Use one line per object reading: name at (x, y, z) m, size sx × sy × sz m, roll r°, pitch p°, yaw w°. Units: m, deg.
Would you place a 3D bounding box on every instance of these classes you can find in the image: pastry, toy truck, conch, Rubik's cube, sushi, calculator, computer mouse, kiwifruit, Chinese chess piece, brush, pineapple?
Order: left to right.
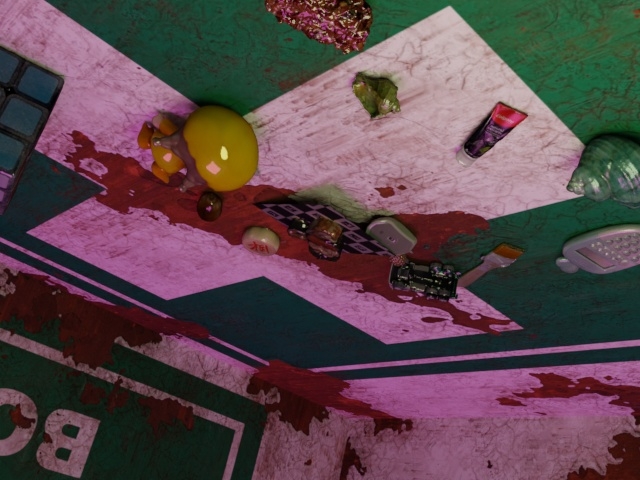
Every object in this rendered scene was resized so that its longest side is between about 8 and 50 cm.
Rubik's cube at (-0.842, -0.283, 1.688) m, size 0.301 × 0.305 × 0.304 m, roll 25°, pitch 151°, yaw -23°
kiwifruit at (-0.329, -0.098, 2.074) m, size 0.075 × 0.075 × 0.124 m, roll 18°, pitch 158°, yaw -8°
Chinese chess piece at (-0.191, 0.004, 2.231) m, size 0.122 × 0.051 × 0.122 m, roll 12°, pitch 155°, yaw 6°
pastry at (-0.001, -0.418, 1.234) m, size 0.208 × 0.097 × 0.115 m, roll 24°, pitch 159°, yaw -18°
sushi at (0.000, 0.000, 2.029) m, size 0.339 × 0.068 × 0.320 m, roll 4°, pitch 156°, yaw 48°
conch at (0.115, -0.296, 1.446) m, size 0.121 × 0.074 × 0.089 m, roll 34°, pitch 118°, yaw 4°
computer mouse at (0.205, -0.018, 1.979) m, size 0.182 × 0.056 × 0.089 m, roll 34°, pitch 130°, yaw -31°
pineapple at (0.220, 0.026, 2.069) m, size 0.058 × 0.058 × 0.124 m, roll 3°, pitch 151°, yaw 20°
toy truck at (0.321, 0.128, 2.172) m, size 0.216 × 0.110 × 0.116 m, roll 11°, pitch 165°, yaw 6°
brush at (0.489, 0.083, 2.089) m, size 0.085 × 0.020 × 0.336 m, roll 18°, pitch 154°, yaw -10°
calculator at (0.748, 0.025, 1.825) m, size 0.184 × 0.042 × 0.295 m, roll 27°, pitch 148°, yaw -26°
conch at (0.620, -0.133, 1.458) m, size 0.202 × 0.134 × 0.196 m, roll 8°, pitch 152°, yaw 10°

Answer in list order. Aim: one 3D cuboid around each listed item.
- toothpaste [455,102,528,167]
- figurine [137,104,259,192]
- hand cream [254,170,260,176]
toothpaste at (0.359, -0.228, 1.508) m, size 0.071 × 0.045 × 0.193 m, roll 21°, pitch 147°, yaw -15°
figurine at (-0.302, -0.218, 1.713) m, size 0.344 × 0.187 × 0.215 m, roll 0°, pitch 140°, yaw 40°
hand cream at (-0.205, -0.198, 1.843) m, size 0.084 × 0.053 × 0.142 m, roll 12°, pitch 164°, yaw 2°
